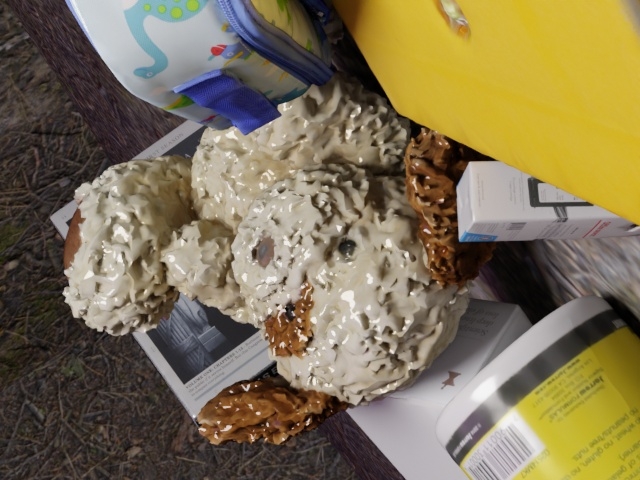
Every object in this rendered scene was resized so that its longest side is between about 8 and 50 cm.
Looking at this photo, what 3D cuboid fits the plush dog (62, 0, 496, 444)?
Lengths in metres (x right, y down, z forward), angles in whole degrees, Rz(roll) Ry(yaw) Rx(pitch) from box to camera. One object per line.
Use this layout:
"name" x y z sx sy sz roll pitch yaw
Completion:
"plush dog" 0.000 0.000 0.881 0.210 0.262 0.225 16 -149 -41

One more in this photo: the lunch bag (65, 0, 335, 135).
"lunch bag" -0.065 -0.142 0.699 0.219 0.090 0.176 13 -125 -78

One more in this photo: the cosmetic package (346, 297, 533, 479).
"cosmetic package" 0.113 0.131 0.954 0.117 0.085 0.231 8 145 43

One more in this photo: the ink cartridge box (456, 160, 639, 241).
"ink cartridge box" 0.105 -0.018 0.664 0.048 0.083 0.028 103 166 -79

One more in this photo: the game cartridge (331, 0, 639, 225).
"game cartridge" 0.030 -0.159 0.540 0.324 0.052 0.285 59 169 -25

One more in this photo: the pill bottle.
"pill bottle" 0.166 0.140 0.767 0.208 0.119 0.119 50 171 16

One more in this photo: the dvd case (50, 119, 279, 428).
"dvd case" -0.087 0.012 1.199 0.239 0.179 0.029 50 171 30
